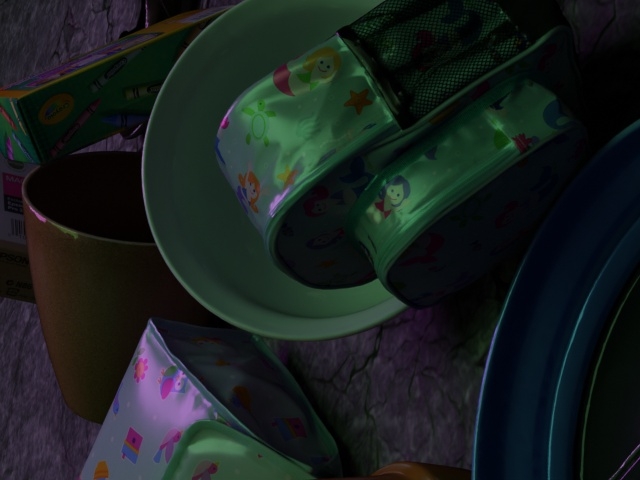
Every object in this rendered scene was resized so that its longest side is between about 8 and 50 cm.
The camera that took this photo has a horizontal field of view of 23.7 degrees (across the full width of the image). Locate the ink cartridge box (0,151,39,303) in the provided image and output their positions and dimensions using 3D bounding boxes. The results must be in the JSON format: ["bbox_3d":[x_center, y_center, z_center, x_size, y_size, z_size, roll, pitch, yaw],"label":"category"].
[{"bbox_3d":[-0.347,-0.013,1.913,0.088,0.234,0.193,-56,33,35],"label":"ink cartridge box"}]

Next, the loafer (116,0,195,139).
[{"bbox_3d":[-0.234,-0.239,1.971,0.080,0.078,0.220,46,119,60],"label":"loafer"}]

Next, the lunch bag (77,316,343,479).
[{"bbox_3d":[-0.096,0.230,1.387,0.262,0.160,0.223,46,116,47],"label":"lunch bag"}]

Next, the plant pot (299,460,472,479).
[{"bbox_3d":[0.014,0.255,1.111,0.205,0.187,0.205,-38,45,52],"label":"plant pot"}]

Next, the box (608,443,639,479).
[{"bbox_3d":[0.293,0.131,0.585,0.318,0.097,0.395,51,127,29],"label":"box"}]

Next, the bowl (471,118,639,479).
[{"bbox_3d":[0.227,0.110,0.885,0.391,0.077,0.391,-39,44,52],"label":"bowl"}]

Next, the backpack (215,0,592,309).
[{"bbox_3d":[0.064,-0.065,1.059,0.253,0.225,0.191,-27,69,5],"label":"backpack"}]

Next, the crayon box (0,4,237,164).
[{"bbox_3d":[-0.226,-0.177,1.713,0.165,0.278,0.081,12,126,64],"label":"crayon box"}]

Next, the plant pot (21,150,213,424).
[{"bbox_3d":[-0.211,0.065,1.650,0.237,0.237,0.254,-127,41,-58],"label":"plant pot"}]

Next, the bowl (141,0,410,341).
[{"bbox_3d":[0.011,-0.056,1.263,0.134,0.297,0.298,36,-118,-70],"label":"bowl"}]
